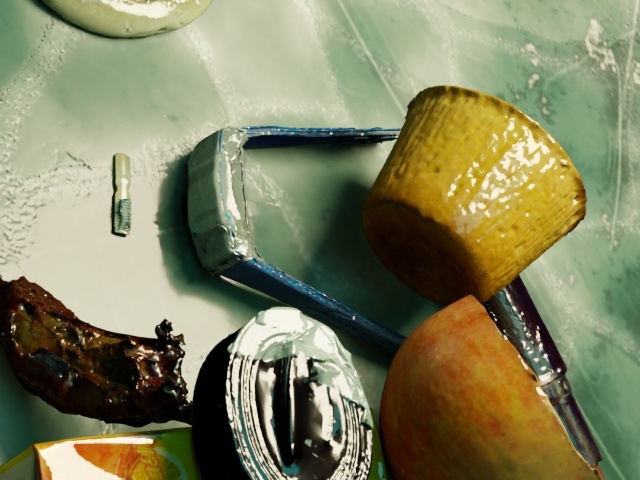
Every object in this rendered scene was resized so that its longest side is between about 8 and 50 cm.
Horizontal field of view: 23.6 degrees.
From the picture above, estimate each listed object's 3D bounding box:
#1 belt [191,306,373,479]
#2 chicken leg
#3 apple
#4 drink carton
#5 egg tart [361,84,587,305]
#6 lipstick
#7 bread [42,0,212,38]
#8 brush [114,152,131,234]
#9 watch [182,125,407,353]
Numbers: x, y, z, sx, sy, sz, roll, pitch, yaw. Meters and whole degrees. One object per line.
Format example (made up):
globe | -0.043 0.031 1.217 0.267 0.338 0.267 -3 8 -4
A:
belt | -0.030 0.155 1.320 0.151 0.078 0.198 3 66 -33
chicken leg | -0.201 0.101 1.323 0.233 0.063 0.105 16 60 17
apple | 0.146 0.198 1.451 0.163 0.293 0.251 -33 63 -2
drink carton | -0.102 0.243 1.349 0.351 0.111 0.155 -1 72 -35
egg tart | 0.143 -0.040 1.526 0.215 0.215 0.171 46 64 -11
lipstick | 0.233 0.162 1.634 0.081 0.081 0.300 -21 84 -38
bread | -0.207 -0.327 1.551 0.267 0.040 0.267 14 64 -30
brush | -0.189 -0.046 1.469 0.016 0.013 0.084 10 65 -29
watch | -0.002 0.011 1.551 0.274 0.068 0.276 -1 72 -40
